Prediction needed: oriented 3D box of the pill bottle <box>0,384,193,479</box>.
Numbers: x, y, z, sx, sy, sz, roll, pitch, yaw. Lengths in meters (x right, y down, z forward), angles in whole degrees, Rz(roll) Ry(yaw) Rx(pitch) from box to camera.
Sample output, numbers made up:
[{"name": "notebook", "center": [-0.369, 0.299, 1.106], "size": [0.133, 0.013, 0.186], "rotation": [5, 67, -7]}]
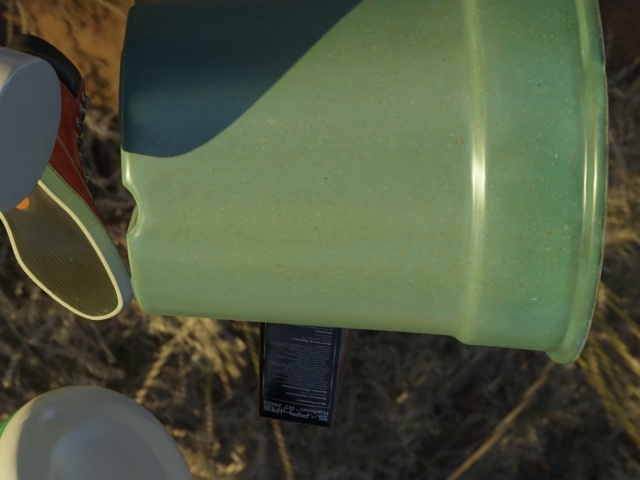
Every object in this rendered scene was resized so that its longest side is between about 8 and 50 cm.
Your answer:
[{"name": "pill bottle", "center": [-0.296, 0.296, 1.316], "size": [0.204, 0.204, 0.361], "rotation": [7, 146, -45]}]

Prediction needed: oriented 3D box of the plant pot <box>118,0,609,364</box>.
[{"name": "plant pot", "center": [0.024, -0.070, 1.097], "size": [0.334, 0.341, 0.341], "rotation": [-2, 133, 0]}]

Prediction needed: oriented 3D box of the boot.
[{"name": "boot", "center": [-0.225, -0.063, 1.268], "size": [0.088, 0.176, 0.244], "rotation": [-21, 113, 28]}]

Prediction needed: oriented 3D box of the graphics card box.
[{"name": "graphics card box", "center": [0.000, 0.000, 1.458], "size": [0.094, 0.233, 0.371], "rotation": [9, 140, 5]}]

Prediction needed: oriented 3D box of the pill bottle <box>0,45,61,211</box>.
[{"name": "pill bottle", "center": [-0.299, -0.101, 0.906], "size": [0.136, 0.245, 0.136], "rotation": [18, 90, -77]}]
